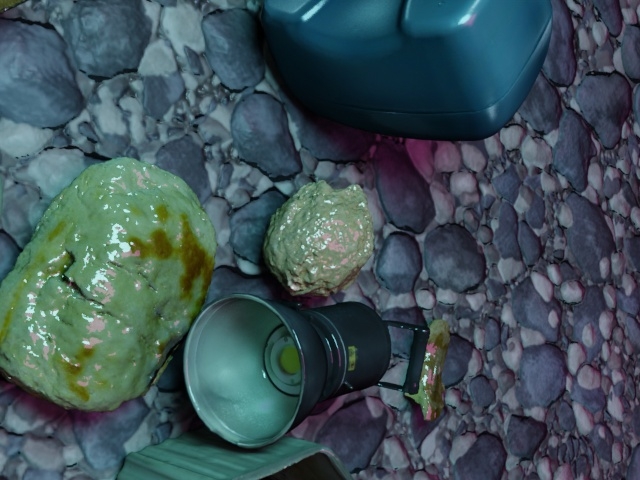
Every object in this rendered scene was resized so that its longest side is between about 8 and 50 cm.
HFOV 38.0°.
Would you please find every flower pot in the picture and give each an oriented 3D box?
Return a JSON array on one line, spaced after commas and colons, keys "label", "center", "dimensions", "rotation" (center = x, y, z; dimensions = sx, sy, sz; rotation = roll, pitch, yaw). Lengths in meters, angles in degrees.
[{"label": "flower pot", "center": [-0.081, 0.299, 0.903], "dimensions": [0.239, 0.190, 0.209], "rotation": [-13, 98, -39]}]

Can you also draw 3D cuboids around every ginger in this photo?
[{"label": "ginger", "center": [0.138, 0.163, 1.189], "dimensions": [0.057, 0.044, 0.137], "rotation": [14, 72, -10]}]

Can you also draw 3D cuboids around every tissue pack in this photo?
[{"label": "tissue pack", "center": [0.097, -0.214, 1.001], "dimensions": [0.198, 0.287, 0.206], "rotation": [-60, 140, -25]}]

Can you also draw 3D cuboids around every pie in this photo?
[{"label": "pie", "center": [-0.186, 0.048, 0.882], "dimensions": [0.201, 0.090, 0.248], "rotation": [41, 68, -36]}]

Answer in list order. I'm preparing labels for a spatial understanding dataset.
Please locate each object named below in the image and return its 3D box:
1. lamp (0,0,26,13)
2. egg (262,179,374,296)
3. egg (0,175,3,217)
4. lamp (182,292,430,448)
[{"label": "lamp", "center": [-0.304, -0.268, 0.746], "dimensions": [0.161, 0.161, 0.185], "rotation": [-35, 114, -35]}, {"label": "egg", "center": [0.000, 0.000, 1.025], "dimensions": [0.140, 0.116, 0.118], "rotation": [-37, 141, -34]}, {"label": "egg", "center": [-0.320, -0.049, 0.751], "dimensions": [0.114, 0.114, 0.152], "rotation": [-37, 106, -35]}, {"label": "lamp", "center": [-0.017, 0.116, 0.958], "dimensions": [0.227, 0.172, 0.147], "rotation": [-4, 105, -56]}]
